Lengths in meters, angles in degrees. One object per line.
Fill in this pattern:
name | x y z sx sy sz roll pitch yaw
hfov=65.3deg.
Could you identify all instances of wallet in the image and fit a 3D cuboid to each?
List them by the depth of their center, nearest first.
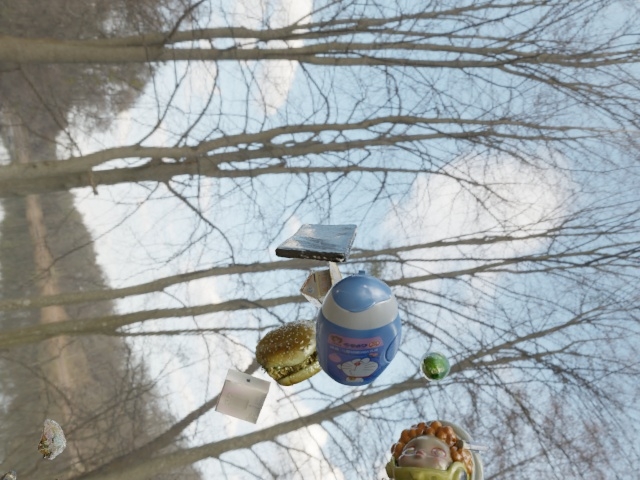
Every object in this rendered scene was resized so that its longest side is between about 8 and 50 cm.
wallet | 0.000 0.001 0.949 0.244 0.124 0.025 -57 150 -74

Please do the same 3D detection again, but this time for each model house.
model house | 0.009 0.189 1.922 0.219 0.136 0.207 56 22 -61

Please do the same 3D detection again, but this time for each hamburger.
hamburger | -0.072 0.300 1.408 0.189 0.215 0.122 -88 155 -66

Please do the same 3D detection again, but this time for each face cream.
face cream | 0.065 0.152 0.854 0.264 0.149 0.083 90 -1 -46

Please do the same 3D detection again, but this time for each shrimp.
shrimp | -0.859 0.633 1.584 0.115 0.051 0.217 59 -14 -3

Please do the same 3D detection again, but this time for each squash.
squash | 0.320 0.350 1.403 0.292 0.082 0.082 47 22 -74

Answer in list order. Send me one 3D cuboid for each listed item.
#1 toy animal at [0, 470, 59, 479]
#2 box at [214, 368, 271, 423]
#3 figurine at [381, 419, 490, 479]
toy animal | -0.611 0.539 1.009 0.214 0.186 0.093 28 -85 27
box | -0.226 0.453 1.446 0.051 0.129 0.130 -79 -171 -67
figurine | 0.230 0.596 1.167 0.225 0.382 0.205 -8 -74 44
